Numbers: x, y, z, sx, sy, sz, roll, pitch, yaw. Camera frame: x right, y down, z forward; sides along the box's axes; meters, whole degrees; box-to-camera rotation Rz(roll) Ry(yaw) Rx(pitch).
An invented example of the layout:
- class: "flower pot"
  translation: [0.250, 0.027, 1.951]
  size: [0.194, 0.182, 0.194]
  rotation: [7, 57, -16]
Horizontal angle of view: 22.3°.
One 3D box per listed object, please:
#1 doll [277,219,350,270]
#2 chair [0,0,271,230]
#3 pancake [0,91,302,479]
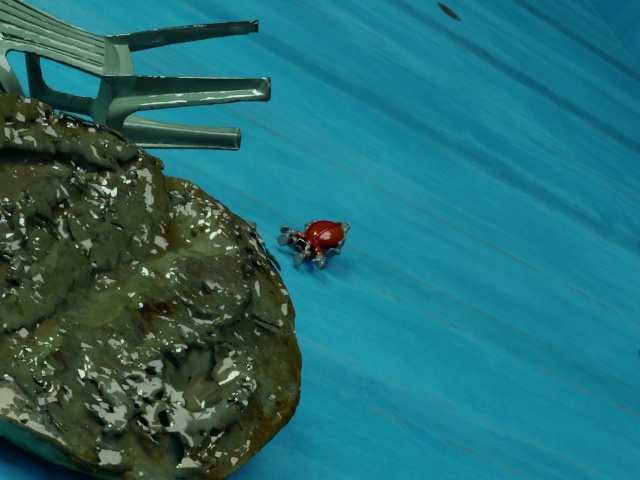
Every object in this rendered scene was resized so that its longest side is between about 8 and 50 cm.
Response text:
- class: "doll"
  translation: [0.000, 0.001, 1.702]
  size: [0.057, 0.039, 0.114]
  rotation: [18, 21, 29]
- class: "chair"
  translation: [-0.190, -0.133, 1.478]
  size: [0.275, 0.190, 0.203]
  rotation: [2, 32, -12]
- class: "pancake"
  translation: [-0.183, 0.035, 1.251]
  size: [0.382, 0.071, 0.382]
  rotation: [27, 36, -22]
